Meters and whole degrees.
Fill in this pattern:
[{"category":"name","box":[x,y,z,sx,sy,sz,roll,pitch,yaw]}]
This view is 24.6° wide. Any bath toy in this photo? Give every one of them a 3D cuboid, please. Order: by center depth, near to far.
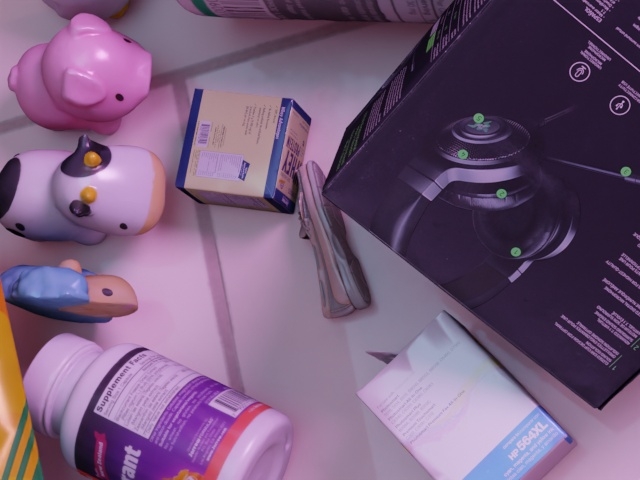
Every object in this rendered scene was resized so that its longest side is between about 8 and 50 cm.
[{"category":"bath toy","box":[-0.196,-0.114,1.173,0.151,0.129,0.348,-3,77,15]}]

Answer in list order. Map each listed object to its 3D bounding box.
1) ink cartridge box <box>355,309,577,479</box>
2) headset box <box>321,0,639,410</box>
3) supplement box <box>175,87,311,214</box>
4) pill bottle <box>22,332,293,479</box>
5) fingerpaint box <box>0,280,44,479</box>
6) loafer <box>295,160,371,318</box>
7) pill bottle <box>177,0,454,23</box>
[{"category":"ink cartridge box","box":[0.101,0.122,1.059,0.090,0.092,0.143,-44,72,2]},{"category":"headset box","box":[0.174,-0.063,0.972,0.246,0.131,0.283,37,114,-8]},{"category":"supplement box","box":[-0.060,-0.070,1.163,0.083,0.056,0.083,8,80,17]},{"category":"pill bottle","box":[-0.128,0.143,1.109,0.193,0.108,0.108,23,85,19]},{"category":"fingerpaint box","box":[-0.424,0.192,1.020,0.445,0.163,0.371,-9,77,-25]},{"category":"loafer","box":[0.000,0.000,1.140,0.039,0.045,0.125,-24,76,16]},{"category":"pill bottle","box":[0.070,-0.264,1.092,0.361,0.204,0.204,4,79,15]}]
